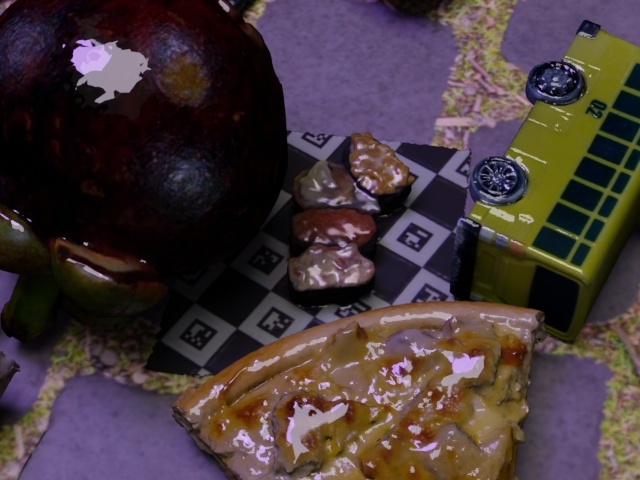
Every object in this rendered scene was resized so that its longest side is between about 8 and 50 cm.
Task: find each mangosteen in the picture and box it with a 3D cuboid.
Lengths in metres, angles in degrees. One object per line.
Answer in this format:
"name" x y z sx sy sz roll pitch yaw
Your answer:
"mangosteen" -0.172 -0.085 1.200 0.311 0.311 0.311 -2 54 3

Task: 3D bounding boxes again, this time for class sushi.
"sushi" 0.000 0.000 1.260 0.264 0.050 0.290 7 55 10

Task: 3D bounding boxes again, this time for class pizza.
"pizza" 0.048 0.152 1.115 0.323 0.089 0.223 -14 58 -3

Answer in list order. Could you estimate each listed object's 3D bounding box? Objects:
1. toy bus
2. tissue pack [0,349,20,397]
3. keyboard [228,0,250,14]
"toy bus" 0.228 -0.055 1.233 0.150 0.128 0.262 25 62 16
"tissue pack" -0.400 0.160 1.119 0.215 0.123 0.257 20 67 20
"keyboard" -0.143 -0.207 1.440 0.072 0.023 0.231 19 57 26
